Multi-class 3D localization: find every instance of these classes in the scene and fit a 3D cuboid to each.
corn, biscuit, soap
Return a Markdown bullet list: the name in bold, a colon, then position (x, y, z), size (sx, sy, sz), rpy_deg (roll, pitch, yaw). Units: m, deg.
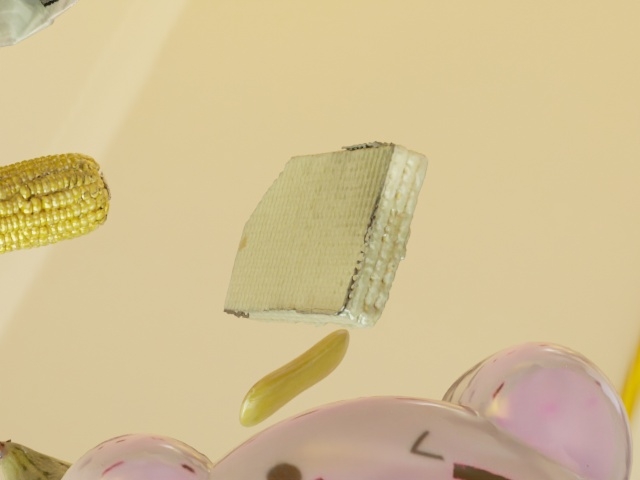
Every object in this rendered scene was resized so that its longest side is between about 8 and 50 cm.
- **corn**: position (-0.255, -0.019, 1.315), size (0.203, 0.072, 0.072), rpy_deg (-14, -57, -20)
- **biscuit**: position (0.000, 0.000, 1.489), size (0.052, 0.252, 0.150), rpy_deg (21, -101, -25)
- **soap**: position (-0.013, 0.076, 0.987), size (0.089, 0.012, 0.034), rpy_deg (-33, -33, -38)

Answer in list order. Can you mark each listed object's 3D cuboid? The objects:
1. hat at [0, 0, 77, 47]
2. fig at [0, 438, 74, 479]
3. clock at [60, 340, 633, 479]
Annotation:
- **hat**: position (-0.298, -0.231, 1.427), size (0.275, 0.161, 0.232), rpy_deg (-39, -14, -51)
- **fig**: position (-0.201, 0.247, 1.511), size (0.133, 0.185, 0.126), rpy_deg (-43, -36, -13)
- **clock**: position (0.038, 0.215, 0.698), size (0.113, 0.295, 0.322), rpy_deg (126, 131, -73)
